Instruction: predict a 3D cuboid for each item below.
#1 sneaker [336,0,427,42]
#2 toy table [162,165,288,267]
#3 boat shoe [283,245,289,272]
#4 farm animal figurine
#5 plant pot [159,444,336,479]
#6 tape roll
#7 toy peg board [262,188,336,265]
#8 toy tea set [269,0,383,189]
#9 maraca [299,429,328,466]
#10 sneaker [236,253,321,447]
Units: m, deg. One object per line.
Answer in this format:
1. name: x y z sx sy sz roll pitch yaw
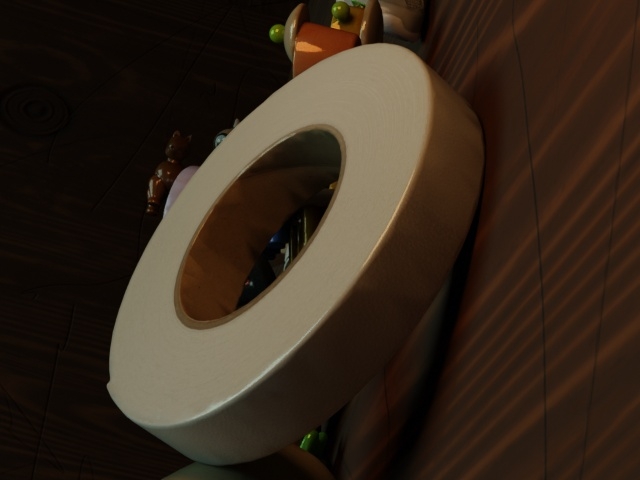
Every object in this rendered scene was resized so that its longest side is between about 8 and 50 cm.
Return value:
1. sneaker: 0.086 -0.332 1.706 0.281 0.105 0.115 -86 17 -54
2. toy table: -0.104 0.037 1.946 0.274 0.161 0.252 77 -147 -48
3. boat shoe: -0.015 0.075 1.800 0.219 0.078 0.070 99 -178 -52
4. farm animal figurine: -0.082 -0.093 2.178 0.327 0.330 0.172 48 -131 -62
5. plant pot: -0.076 0.285 1.183 0.274 0.257 0.256 -50 -20 -64
6. tape roll: -0.030 0.006 1.216 0.392 0.072 0.392 -37 30 26
7. toy peg board: 0.000 0.000 1.487 0.161 0.161 0.079 130 138 -77
8. toy tea set: -0.001 -0.155 1.583 0.336 0.124 0.200 80 -159 -55
9. maraca: -0.038 0.267 1.425 0.185 0.099 0.127 -51 -24 -43
10. sneaker: -0.067 0.141 1.547 0.136 0.116 0.313 -57 -41 -65
